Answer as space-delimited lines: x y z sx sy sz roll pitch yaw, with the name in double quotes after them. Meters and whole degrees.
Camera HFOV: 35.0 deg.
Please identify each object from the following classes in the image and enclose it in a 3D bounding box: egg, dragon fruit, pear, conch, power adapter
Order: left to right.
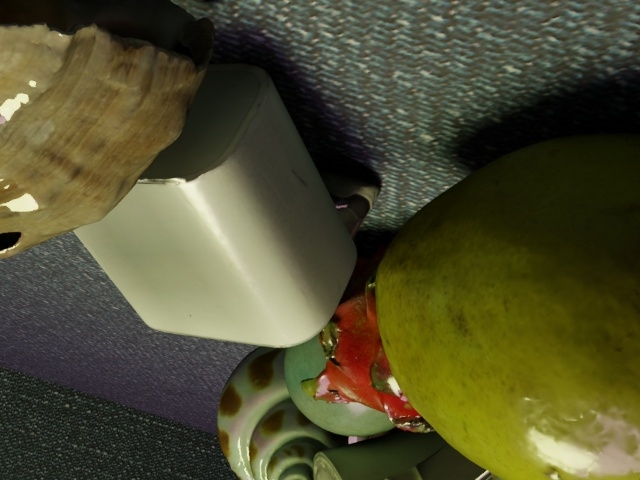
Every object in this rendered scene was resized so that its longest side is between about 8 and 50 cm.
-0.186 -0.078 0.579 0.263 0.186 0.324 -8 -156 -6 "conch"
-0.081 -0.006 0.795 0.187 0.124 0.255 5 143 31 "power adapter"
-0.027 0.265 1.457 0.197 0.368 0.249 -28 111 33 "conch"
0.043 0.145 1.196 0.169 0.169 0.236 18 160 -12 "egg"
0.058 0.075 0.987 0.269 0.198 0.200 31 167 19 "dragon fruit"
0.180 0.055 0.685 0.253 0.253 0.307 26 161 -34 "pear"

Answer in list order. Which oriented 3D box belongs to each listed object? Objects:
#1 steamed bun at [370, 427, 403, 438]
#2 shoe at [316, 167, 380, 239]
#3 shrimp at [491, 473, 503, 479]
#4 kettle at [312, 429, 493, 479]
0.189 0.359 1.504 0.251 0.301 0.199 9 128 -5 "steamed bun"
0.000 0.000 0.902 0.071 0.099 0.169 18 162 -3 "shoe"
0.281 0.158 0.877 0.110 0.221 0.446 -17 154 -33 "shrimp"
0.208 0.290 1.195 0.376 0.250 0.361 -14 141 -15 "kettle"
